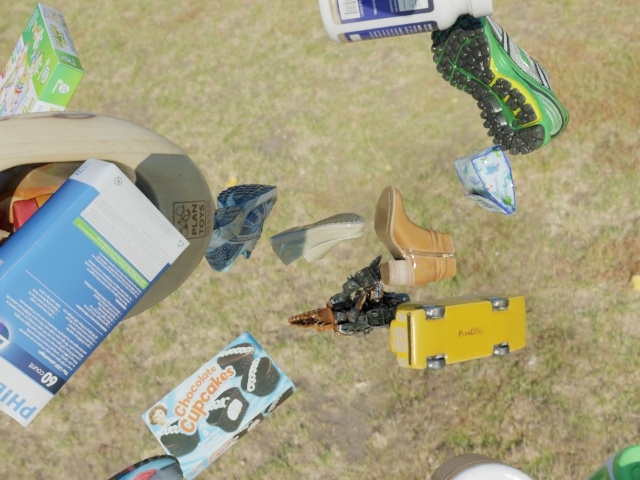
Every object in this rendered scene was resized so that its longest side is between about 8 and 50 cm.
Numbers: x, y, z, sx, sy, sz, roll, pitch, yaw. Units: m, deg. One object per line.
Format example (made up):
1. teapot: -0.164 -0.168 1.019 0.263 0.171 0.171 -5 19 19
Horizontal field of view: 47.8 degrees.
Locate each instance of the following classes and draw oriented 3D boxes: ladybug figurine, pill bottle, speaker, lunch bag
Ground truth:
1. ladybug figurine: -0.360 -0.026 1.007 0.450 0.305 0.162 -4 11 -36
2. pill bottle: 0.331 0.561 1.497 0.224 0.392 0.224 -1 78 4
3. speaker: 0.597 0.517 1.455 0.131 0.296 0.131 3 53 -3
4. lunch bag: 0.375 -0.128 1.618 0.096 0.151 0.129 -29 9 -4
5. pill bottle: 0.139 -0.407 1.158 0.265 0.153 0.153 -2 43 16

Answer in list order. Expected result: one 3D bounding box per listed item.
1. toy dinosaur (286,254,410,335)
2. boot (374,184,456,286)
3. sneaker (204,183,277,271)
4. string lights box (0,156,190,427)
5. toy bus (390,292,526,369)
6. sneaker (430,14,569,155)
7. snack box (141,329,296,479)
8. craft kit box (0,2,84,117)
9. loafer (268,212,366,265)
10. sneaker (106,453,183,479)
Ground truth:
1. toy dinosaur: 0.081 0.163 1.614 0.322 0.164 0.218 -33 -2 -38
2. boot: 0.186 -0.010 1.388 0.152 0.197 0.073 -4 5 -22
3. sneaker: -0.170 -0.031 1.500 0.110 0.122 0.283 4 27 23
4. string lights box: -0.279 0.050 0.771 0.259 0.133 0.077 -50 36 -18
5. toy bus: 0.255 0.162 1.353 0.333 0.108 0.130 -2 2 -38
6. sneaker: 0.328 -0.313 1.343 0.146 0.134 0.343 -19 75 -37
7. snack box: -0.240 0.386 1.717 0.322 0.060 0.187 -39 63 -12
8. craft kit box: -0.542 -0.282 1.359 0.250 0.061 0.246 -53 48 21
9. loafer: 0.000 0.000 1.763 0.269 0.092 0.102 -12 13 33
10. sneaker: -0.236 0.342 0.781 0.104 0.125 0.262 -40 -3 43
